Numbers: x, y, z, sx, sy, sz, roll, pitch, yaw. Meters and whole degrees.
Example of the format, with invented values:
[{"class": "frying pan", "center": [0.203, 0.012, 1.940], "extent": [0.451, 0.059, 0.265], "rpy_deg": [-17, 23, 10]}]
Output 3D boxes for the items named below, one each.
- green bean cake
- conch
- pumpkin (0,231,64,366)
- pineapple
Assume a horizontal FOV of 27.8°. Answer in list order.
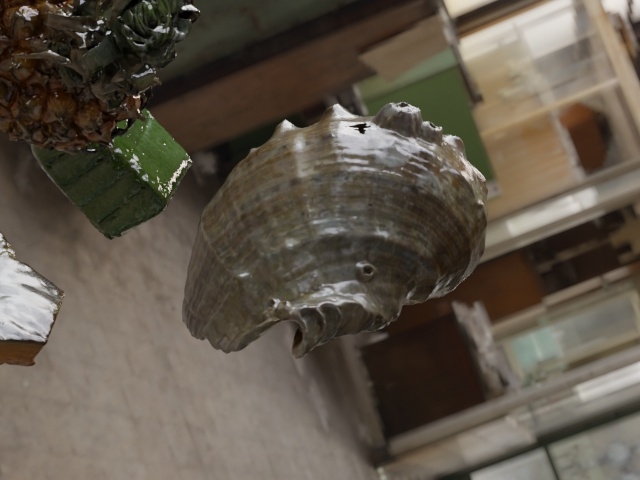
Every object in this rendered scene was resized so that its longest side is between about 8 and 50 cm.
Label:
[{"class": "green bean cake", "center": [-0.312, -0.129, 1.924], "extent": [0.222, 0.125, 0.248], "rpy_deg": [49, 17, -16]}, {"class": "conch", "center": [-0.004, -0.018, 1.241], "extent": [0.352, 0.297, 0.210], "rpy_deg": [-20, 97, -63]}, {"class": "pumpkin", "center": [-0.324, 0.039, 0.965], "extent": [0.258, 0.095, 0.290], "rpy_deg": [-5, 43, -48]}, {"class": "pineapple", "center": [-0.233, -0.223, 1.380], "extent": [0.271, 0.262, 0.263], "rpy_deg": [-3, -66, 57]}]
